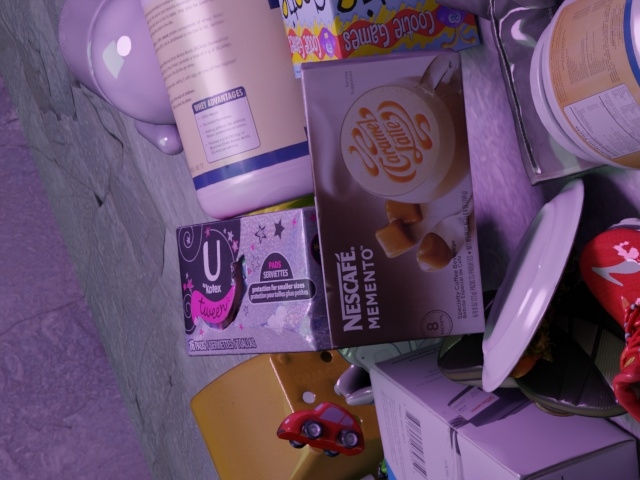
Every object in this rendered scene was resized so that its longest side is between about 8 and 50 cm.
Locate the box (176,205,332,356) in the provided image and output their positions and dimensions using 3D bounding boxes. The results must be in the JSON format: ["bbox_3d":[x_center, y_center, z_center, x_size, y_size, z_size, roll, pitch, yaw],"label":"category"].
[{"bbox_3d":[-0.016,0.038,1.720,0.247,0.163,0.142,-9,86,56],"label":"box"}]

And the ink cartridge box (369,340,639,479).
[{"bbox_3d":[0.183,0.250,1.672,0.307,0.129,0.223,-146,43,-61],"label":"ink cartridge box"}]

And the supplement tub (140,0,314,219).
[{"bbox_3d":[-0.054,-0.204,1.798,0.235,0.235,0.325,167,87,-72],"label":"supplement tub"}]

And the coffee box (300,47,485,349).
[{"bbox_3d":[0.063,-0.039,1.519,0.098,0.141,0.247,-97,2,-81],"label":"coffee box"}]

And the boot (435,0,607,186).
[{"bbox_3d":[0.170,-0.150,1.480,0.208,0.076,0.189,68,164,-7],"label":"boot"}]

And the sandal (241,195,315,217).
[{"bbox_3d":[0.000,0.000,2.026,0.138,0.126,0.317,66,169,-1],"label":"sandal"}]

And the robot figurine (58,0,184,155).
[{"bbox_3d":[-0.230,-0.267,2.305,0.353,0.199,0.300,-148,44,-63],"label":"robot figurine"}]

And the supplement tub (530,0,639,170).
[{"bbox_3d":[0.238,-0.125,1.165,0.199,0.144,0.144,163,91,-72],"label":"supplement tub"}]

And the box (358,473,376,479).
[{"bbox_3d":[0.077,0.399,2.056,0.114,0.103,0.203,45,166,55],"label":"box"}]

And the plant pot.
[{"bbox_3d":[-0.006,0.224,2.108,0.212,0.212,0.187,66,149,22],"label":"plant pot"}]

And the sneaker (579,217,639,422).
[{"bbox_3d":[0.265,0.081,1.305,0.279,0.118,0.107,-127,28,-46],"label":"sneaker"}]

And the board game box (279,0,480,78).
[{"bbox_3d":[0.032,-0.300,1.611,0.144,0.142,0.275,-165,60,-69],"label":"board game box"}]

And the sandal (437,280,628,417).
[{"bbox_3d":[0.212,0.102,1.533,0.086,0.120,0.303,39,168,-20],"label":"sandal"}]

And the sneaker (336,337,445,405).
[{"bbox_3d":[0.083,0.077,1.815,0.111,0.129,0.297,-123,25,-44],"label":"sneaker"}]

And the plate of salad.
[{"bbox_3d":[0.189,0.041,1.469,0.200,0.048,0.200,-157,90,-87],"label":"plate of salad"}]

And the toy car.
[{"bbox_3d":[0.088,0.238,1.960,0.225,0.239,0.053,57,-140,-62],"label":"toy car"}]
